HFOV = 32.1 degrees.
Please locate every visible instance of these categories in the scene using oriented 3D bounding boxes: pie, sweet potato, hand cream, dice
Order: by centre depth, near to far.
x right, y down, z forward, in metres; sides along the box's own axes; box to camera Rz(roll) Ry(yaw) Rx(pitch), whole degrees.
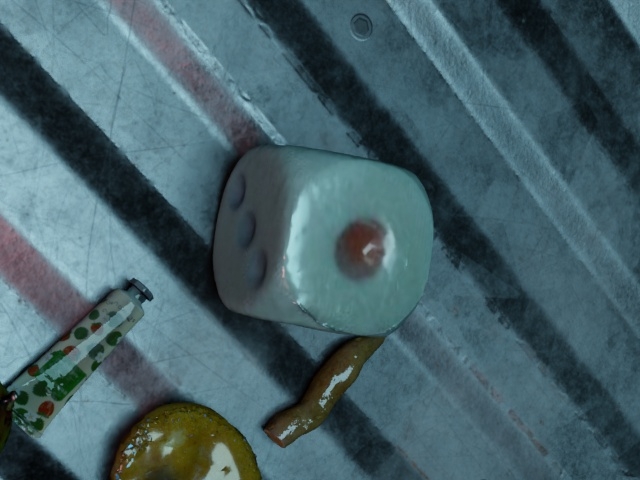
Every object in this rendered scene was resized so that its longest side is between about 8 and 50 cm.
[{"bbox_3d":[-0.361,0.169,1.670,0.276,0.059,0.095,-47,112,-14],"label":"hand cream"},{"bbox_3d":[0.000,0.000,1.745,0.265,0.263,0.267,9,90,-30],"label":"dice"},{"bbox_3d":[-0.216,0.384,1.755,0.274,0.069,0.273,-1,92,-29],"label":"pie"},{"bbox_3d":[0.021,0.241,1.889,0.281,0.059,0.067,-45,122,-18],"label":"sweet potato"}]

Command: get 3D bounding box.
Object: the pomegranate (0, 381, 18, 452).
[{"bbox_3d":[-0.526,0.257,1.527,0.220,0.156,0.156,-24,105,-22],"label":"pomegranate"}]
